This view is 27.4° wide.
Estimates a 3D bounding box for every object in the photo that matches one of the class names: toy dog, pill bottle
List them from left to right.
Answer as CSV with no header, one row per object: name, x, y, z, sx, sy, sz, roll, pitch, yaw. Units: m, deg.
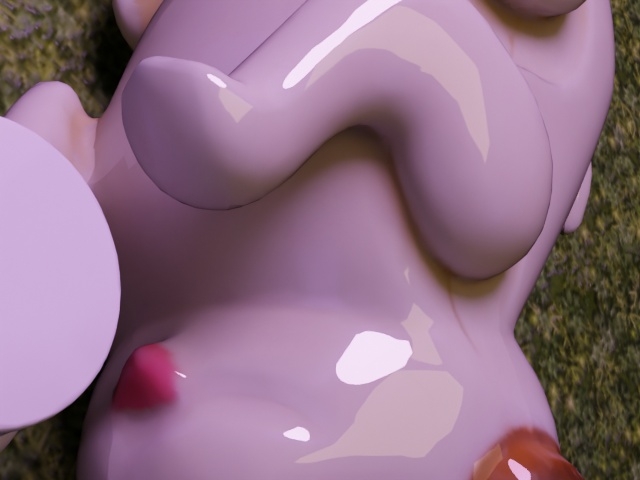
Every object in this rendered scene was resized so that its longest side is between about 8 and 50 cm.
pill bottle,-0.166,0.031,0.429,0.121,0.216,0.121,18,64,-43
toy dog,0.000,0.000,0.621,0.395,0.284,0.408,43,47,-53
